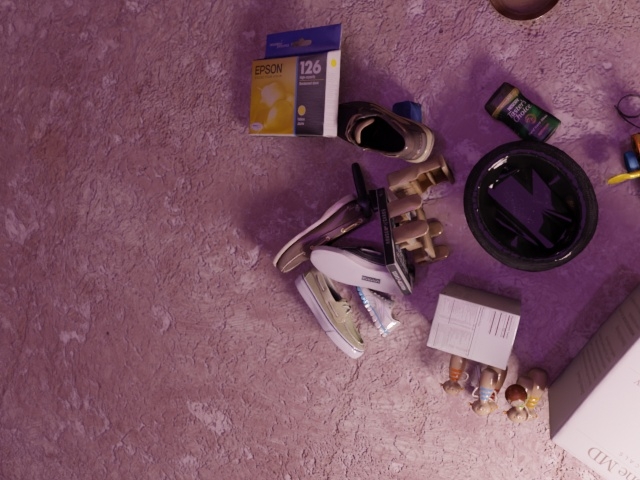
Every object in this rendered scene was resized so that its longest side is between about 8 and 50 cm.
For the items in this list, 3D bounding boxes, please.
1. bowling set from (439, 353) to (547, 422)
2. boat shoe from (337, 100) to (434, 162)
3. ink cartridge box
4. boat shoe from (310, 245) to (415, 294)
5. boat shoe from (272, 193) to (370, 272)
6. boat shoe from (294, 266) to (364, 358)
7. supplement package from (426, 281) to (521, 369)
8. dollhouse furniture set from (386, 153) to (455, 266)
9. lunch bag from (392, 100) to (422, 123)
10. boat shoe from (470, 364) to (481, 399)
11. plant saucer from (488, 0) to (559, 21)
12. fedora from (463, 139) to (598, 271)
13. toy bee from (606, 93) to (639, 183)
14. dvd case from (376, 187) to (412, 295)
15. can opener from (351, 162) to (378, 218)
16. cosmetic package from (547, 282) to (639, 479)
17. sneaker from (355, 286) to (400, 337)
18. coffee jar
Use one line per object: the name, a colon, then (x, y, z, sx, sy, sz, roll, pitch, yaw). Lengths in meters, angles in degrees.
bowling set: (0.461, 0.412, 1.533, 0.287, 0.200, 0.154, 12, 102, 7)
boat shoe: (0.137, -0.308, 1.591, 0.355, 0.130, 0.132, 23, 107, 38)
ink cartridge box: (-0.078, -0.451, 1.677, 0.304, 0.072, 0.307, 9, 102, 41)
boat shoe: (0.124, 0.063, 1.672, 0.301, 0.102, 0.108, 14, 134, 6)
boat shoe: (0.000, 0.000, 1.722, 0.324, 0.116, 0.096, -40, 79, 13)
boat shoe: (0.040, 0.207, 1.732, 0.094, 0.109, 0.302, -41, 79, 16)
supplement package: (0.410, 0.218, 1.555, 0.203, 0.194, 0.149, 15, 101, 18)
dollhouse furniture set: (0.287, -0.081, 1.566, 0.161, 0.212, 0.242, -19, 63, 20)
lunch bag: (0.244, -0.335, 1.627, 0.067, 0.065, 0.098, 4, 96, 42)
boat shoe: (0.437, 0.399, 1.649, 0.035, 0.035, 0.100, -5, 100, 17)
plant saucer: (0.530, -0.662, 1.512, 0.199, 0.036, 0.198, 2, 97, 19)
fedora: (0.533, -0.087, 1.504, 0.334, 0.152, 0.333, 1, 93, 21)
toy bee: (0.776, -0.196, 1.406, 0.195, 0.162, 0.298, -40, 82, 20)
dvd case: (0.196, 0.004, 1.562, 0.030, 0.179, 0.238, -15, 56, 16)
can opener: (0.119, -0.142, 1.664, 0.073, 0.059, 0.186, -11, 53, -9)
cosmetic package: (0.789, 0.361, 1.367, 0.329, 0.327, 0.393, 36, 106, 13)
sneaker: (0.169, 0.180, 1.711, 0.083, 0.071, 0.190, -31, 88, 7)
coffee jar: (0.521, -0.325, 1.525, 0.184, 0.079, 0.096, 41, 107, 12)
